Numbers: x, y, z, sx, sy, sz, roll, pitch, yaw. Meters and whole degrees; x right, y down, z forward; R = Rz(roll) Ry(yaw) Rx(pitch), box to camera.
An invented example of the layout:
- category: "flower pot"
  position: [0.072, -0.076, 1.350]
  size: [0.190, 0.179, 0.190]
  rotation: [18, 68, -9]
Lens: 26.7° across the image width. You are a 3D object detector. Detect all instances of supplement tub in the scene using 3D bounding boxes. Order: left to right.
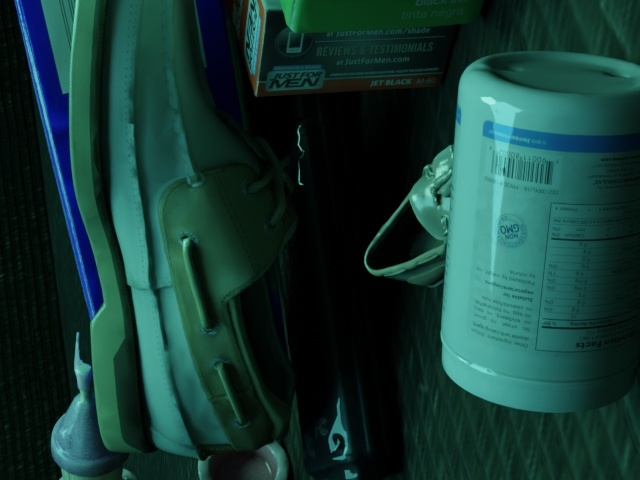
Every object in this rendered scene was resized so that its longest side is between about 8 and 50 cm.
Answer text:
- category: "supplement tub"
  position: [0.077, -0.005, 0.451]
  size: [0.071, 0.071, 0.107]
  rotation: [-127, 36, -62]

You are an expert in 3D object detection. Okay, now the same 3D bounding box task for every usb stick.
- category: "usb stick"
  position: [0.000, 0.000, 0.772]
  size: [0.077, 0.045, 0.278]
  rotation: [147, 118, -65]

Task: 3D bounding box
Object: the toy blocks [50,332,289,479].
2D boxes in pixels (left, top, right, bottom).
- category: "toy blocks"
  position: [-0.145, 0.251, 0.858]
  size: [0.260, 0.309, 0.288]
  rotation: [94, 163, -48]

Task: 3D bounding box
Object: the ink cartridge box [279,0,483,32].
- category: "ink cartridge box"
  position: [0.027, -0.217, 0.530]
  size: [0.219, 0.093, 0.160]
  rotation: [106, 154, -49]

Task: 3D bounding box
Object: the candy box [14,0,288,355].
- category: "candy box"
  position: [-0.114, -0.094, 0.891]
  size: [0.317, 0.122, 0.268]
  rotation: [-114, 14, -63]

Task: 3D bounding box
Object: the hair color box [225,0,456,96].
- category: "hair color box"
  position: [-0.003, -0.145, 0.655]
  size: [0.053, 0.093, 0.167]
  rotation: [101, 159, -45]

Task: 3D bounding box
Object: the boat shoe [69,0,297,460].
- category: "boat shoe"
  position: [-0.063, -0.019, 0.688]
  size: [0.113, 0.103, 0.302]
  rotation: [-78, -10, -56]

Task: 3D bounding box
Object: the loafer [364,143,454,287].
- category: "loafer"
  position: [0.053, -0.010, 0.590]
  size: [0.125, 0.039, 0.045]
  rotation: [118, 145, -62]
